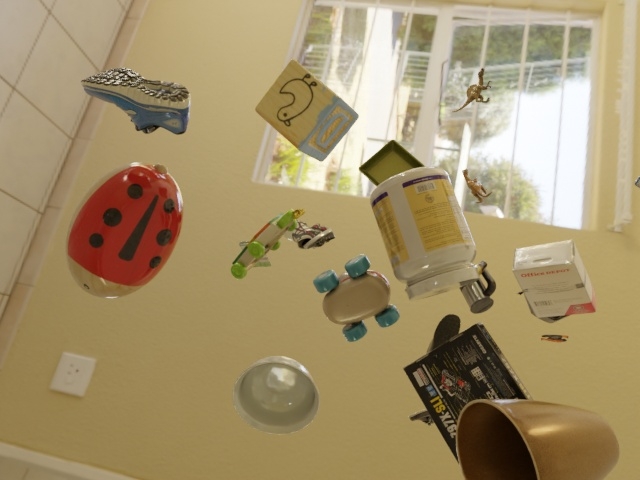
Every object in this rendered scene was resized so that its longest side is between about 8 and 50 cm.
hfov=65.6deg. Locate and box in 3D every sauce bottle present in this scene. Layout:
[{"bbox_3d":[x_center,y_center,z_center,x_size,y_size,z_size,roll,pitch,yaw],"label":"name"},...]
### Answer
[{"bbox_3d":[0.488,0.096,1.566,0.128,0.042,0.042,-22,125,-48],"label":"sauce bottle"}]

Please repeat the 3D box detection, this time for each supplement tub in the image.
[{"bbox_3d":[0.296,-0.017,1.413,0.241,0.241,0.330,55,18,-75],"label":"supplement tub"}]

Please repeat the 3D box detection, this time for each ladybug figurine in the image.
[{"bbox_3d":[-0.562,-0.022,1.458,0.162,0.305,0.448,33,-81,57],"label":"ladybug figurine"}]

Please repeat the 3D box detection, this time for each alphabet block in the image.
[{"bbox_3d":[-0.036,-0.377,1.469,0.192,0.197,0.193,-50,161,10],"label":"alphabet block"}]

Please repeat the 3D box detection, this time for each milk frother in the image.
[{"bbox_3d":[0.495,0.156,1.665,0.134,0.143,0.129,-107,-157,-44],"label":"milk frother"}]

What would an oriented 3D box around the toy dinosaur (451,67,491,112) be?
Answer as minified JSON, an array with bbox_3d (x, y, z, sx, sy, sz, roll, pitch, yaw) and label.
[{"bbox_3d":[0.551,-0.516,1.767,0.053,0.093,0.183,19,107,-47],"label":"toy dinosaur"}]

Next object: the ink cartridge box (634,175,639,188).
[{"bbox_3d":[0.966,-0.167,1.340,0.148,0.203,0.086,-61,-141,14],"label":"ink cartridge box"}]

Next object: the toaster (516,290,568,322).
[{"bbox_3d":[0.952,0.247,2.054,0.186,0.168,0.110,-38,-142,36],"label":"toaster"}]

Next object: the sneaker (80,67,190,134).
[{"bbox_3d":[-0.495,-0.358,1.323,0.129,0.330,0.147,-50,155,-46],"label":"sneaker"}]

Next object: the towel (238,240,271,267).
[{"bbox_3d":[-0.302,0.066,2.290,0.023,0.113,0.151,-62,139,-44],"label":"towel"}]

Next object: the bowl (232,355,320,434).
[{"bbox_3d":[-0.146,0.508,1.714,0.134,0.298,0.297,-84,180,-69],"label":"bowl"}]

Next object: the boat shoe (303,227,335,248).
[{"bbox_3d":[0.000,0.000,1.738,0.142,0.040,0.049,-32,175,-40],"label":"boat shoe"}]

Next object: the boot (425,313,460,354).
[{"bbox_3d":[0.457,0.395,1.933,0.161,0.084,0.246,58,55,-85],"label":"boot"}]

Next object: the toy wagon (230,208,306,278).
[{"bbox_3d":[-0.175,-0.008,1.719,0.344,0.068,0.267,-47,178,33],"label":"toy wagon"}]

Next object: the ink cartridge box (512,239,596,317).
[{"bbox_3d":[0.840,0.142,1.781,0.283,0.207,0.117,52,43,-31],"label":"ink cartridge box"}]

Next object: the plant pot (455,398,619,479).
[{"bbox_3d":[0.443,0.415,0.973,0.237,0.255,0.236,177,-90,-71],"label":"plant pot"}]

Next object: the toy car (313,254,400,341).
[{"bbox_3d":[0.117,0.147,1.540,0.219,0.211,0.238,59,16,-11],"label":"toy car"}]

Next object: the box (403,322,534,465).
[{"bbox_3d":[0.421,0.427,1.366,0.079,0.257,0.321,13,43,-59],"label":"box"}]

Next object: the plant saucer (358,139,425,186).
[{"bbox_3d":[0.276,-0.273,1.931,0.188,0.188,0.045,-41,156,-4],"label":"plant saucer"}]

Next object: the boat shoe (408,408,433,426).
[{"bbox_3d":[0.433,0.683,1.923,0.075,0.206,0.064,-43,-127,49],"label":"boat shoe"}]

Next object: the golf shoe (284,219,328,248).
[{"bbox_3d":[-0.086,-0.021,2.251,0.120,0.273,0.105,-43,123,-38],"label":"golf shoe"}]

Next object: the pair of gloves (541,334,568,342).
[{"bbox_3d":[0.722,0.303,1.535,0.083,0.074,0.010,49,45,-60],"label":"pair of gloves"}]

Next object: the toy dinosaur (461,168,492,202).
[{"bbox_3d":[0.564,-0.180,1.788,0.112,0.064,0.211,35,19,-37],"label":"toy dinosaur"}]
